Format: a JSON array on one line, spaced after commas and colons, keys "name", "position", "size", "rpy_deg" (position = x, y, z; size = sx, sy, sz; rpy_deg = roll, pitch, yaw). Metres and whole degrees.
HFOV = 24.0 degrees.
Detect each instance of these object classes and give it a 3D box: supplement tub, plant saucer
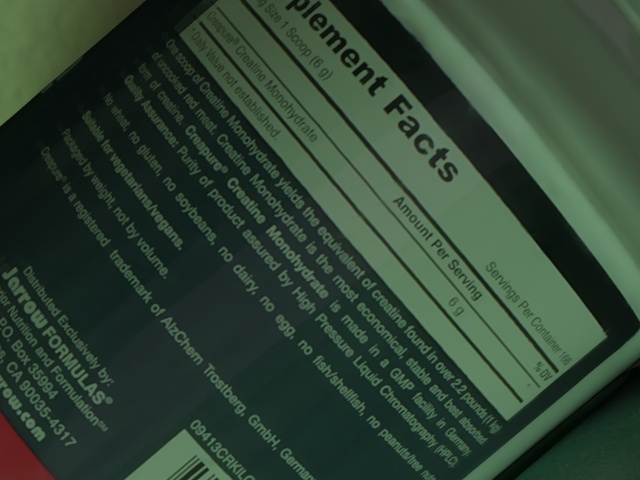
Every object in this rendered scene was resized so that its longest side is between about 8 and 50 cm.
[{"name": "supplement tub", "position": [0.000, 0.000, 0.489], "size": [0.272, 0.191, 0.191], "rpy_deg": [-40, 97, 2]}, {"name": "plant saucer", "position": [0.077, 0.091, 0.509], "size": [0.195, 0.195, 0.037], "rpy_deg": [-39, 81, 2]}]
